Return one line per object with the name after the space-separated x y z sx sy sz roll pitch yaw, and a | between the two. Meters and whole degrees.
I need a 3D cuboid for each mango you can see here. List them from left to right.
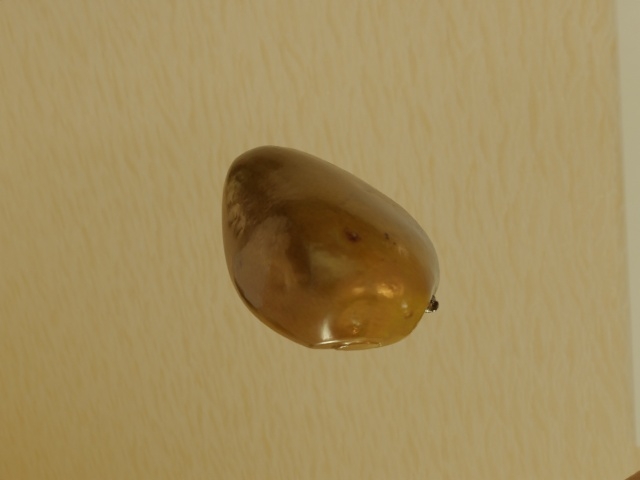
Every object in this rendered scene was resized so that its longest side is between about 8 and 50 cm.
0.000 0.000 0.353 0.080 0.060 0.114 -7 -146 -44 | mango

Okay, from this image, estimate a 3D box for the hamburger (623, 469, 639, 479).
0.384 0.316 0.807 0.300 0.176 0.300 -30 180 0 | hamburger
